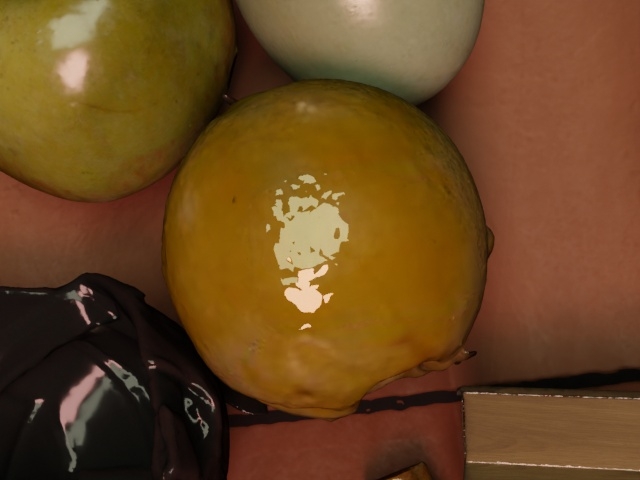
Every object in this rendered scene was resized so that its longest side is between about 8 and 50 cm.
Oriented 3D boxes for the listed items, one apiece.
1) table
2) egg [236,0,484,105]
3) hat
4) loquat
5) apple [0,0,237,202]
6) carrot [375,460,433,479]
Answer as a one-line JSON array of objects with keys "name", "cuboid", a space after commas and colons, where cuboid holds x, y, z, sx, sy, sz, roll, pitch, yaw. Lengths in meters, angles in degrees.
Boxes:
[{"name": "table", "cuboid": [0.211, 0.160, 0.636, 0.227, 0.167, 0.167, 0, 80, 12]}, {"name": "egg", "cuboid": [0.022, -0.216, 0.690, 0.187, 0.186, 0.253, -24, 95, 0]}, {"name": "hat", "cuboid": [-0.196, 0.161, 0.680, 0.336, 0.209, 0.238, 2, 59, 23]}, {"name": "loquat", "cuboid": [0.000, 0.000, 0.637, 0.244, 0.244, 0.243, -1, 80, 5]}, {"name": "apple", "cuboid": [-0.185, -0.162, 0.698, 0.261, 0.194, 0.260, -2, 74, 8]}, {"name": "carrot", "cuboid": [0.099, 0.275, 0.664, 0.067, 0.067, 0.225, -26, 77, 0]}]
